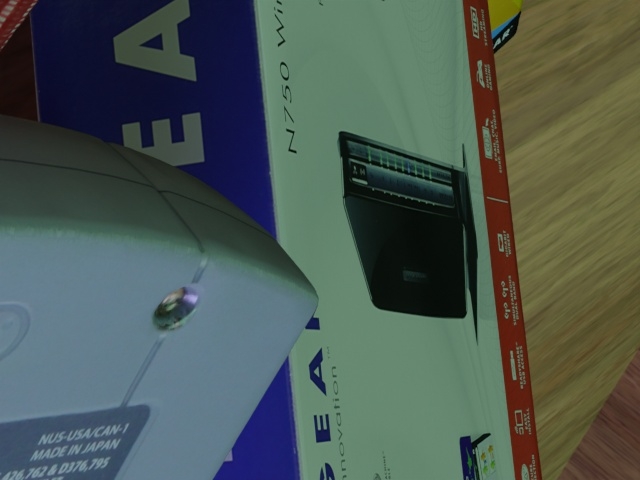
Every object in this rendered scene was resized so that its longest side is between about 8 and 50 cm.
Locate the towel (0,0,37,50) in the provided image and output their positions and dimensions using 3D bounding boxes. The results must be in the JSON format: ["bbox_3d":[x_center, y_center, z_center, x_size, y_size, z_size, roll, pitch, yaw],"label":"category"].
[{"bbox_3d":[-0.182,-0.010,0.414,0.329,0.037,0.237,-46,156,23],"label":"towel"}]

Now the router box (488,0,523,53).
[{"bbox_3d":[0.040,-0.106,1.043,0.179,0.046,0.133,-44,160,-23],"label":"router box"}]

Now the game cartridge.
[{"bbox_3d":[-0.135,0.058,0.460,0.294,0.060,0.196,-2,134,-51],"label":"game cartridge"}]

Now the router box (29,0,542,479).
[{"bbox_3d":[0.000,0.000,0.759,0.301,0.082,0.336,7,76,-70],"label":"router box"}]
